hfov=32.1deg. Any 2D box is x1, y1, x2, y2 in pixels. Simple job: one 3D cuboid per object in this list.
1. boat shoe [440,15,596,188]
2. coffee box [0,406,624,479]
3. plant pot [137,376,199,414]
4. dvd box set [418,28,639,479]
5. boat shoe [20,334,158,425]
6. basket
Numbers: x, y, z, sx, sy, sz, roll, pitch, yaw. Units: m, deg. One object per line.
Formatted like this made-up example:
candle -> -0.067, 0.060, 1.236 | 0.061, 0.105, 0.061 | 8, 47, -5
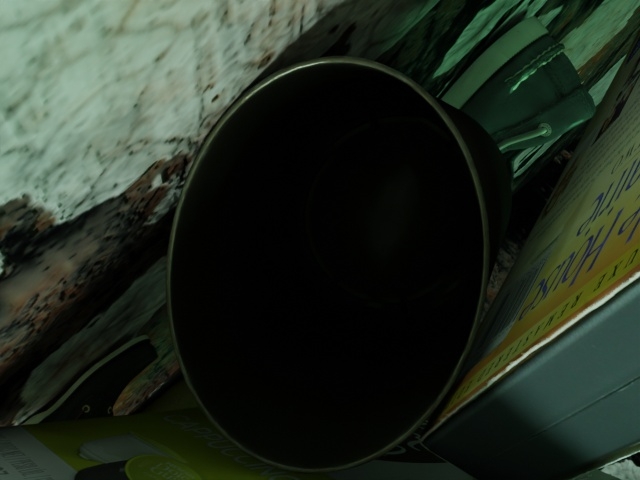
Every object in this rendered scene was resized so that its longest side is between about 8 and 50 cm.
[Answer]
boat shoe -> 0.121, -0.055, 0.968 | 0.116, 0.099, 0.319 | -36, 170, -40
coffee box -> 0.006, 0.288, 0.577 | 0.334, 0.338, 0.337 | 0, -171, -33
plant pot -> -0.095, 0.242, 1.035 | 0.293, 0.275, 0.275 | -26, 169, -10
dvd box set -> 0.197, -0.099, 0.491 | 0.420, 0.062, 0.307 | -58, 177, -23
boat shoe -> -0.157, 0.116, 0.736 | 0.133, 0.042, 0.049 | -42, 170, -16
basket -> 0.031, -0.008, 0.623 | 0.227, 0.154, 0.204 | -38, 143, -69
